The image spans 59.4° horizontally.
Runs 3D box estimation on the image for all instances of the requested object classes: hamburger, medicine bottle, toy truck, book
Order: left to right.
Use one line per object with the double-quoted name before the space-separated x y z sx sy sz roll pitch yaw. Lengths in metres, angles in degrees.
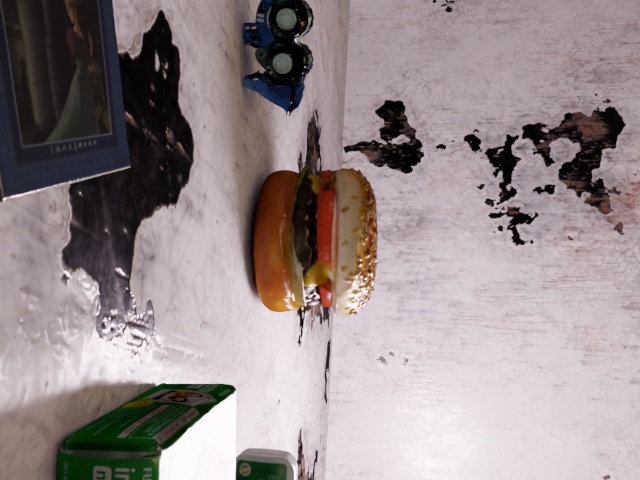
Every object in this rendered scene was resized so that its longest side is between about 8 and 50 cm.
"book" -0.219 -0.179 0.447 0.191 0.025 0.269 -59 150 -73
"medicine bottle" -0.104 0.470 0.997 0.069 0.119 0.183 60 34 -80
"toy truck" -0.080 -0.347 1.054 0.113 0.126 0.208 -71 164 -67
"hamburger" 0.000 0.000 1.212 0.330 0.250 0.330 2 90 -82

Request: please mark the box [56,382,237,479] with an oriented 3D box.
"box" -0.168 0.258 0.589 0.250 0.103 0.180 -2 92 -82
